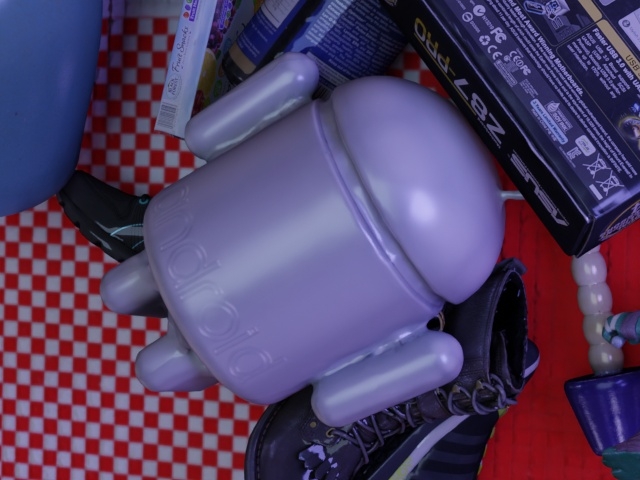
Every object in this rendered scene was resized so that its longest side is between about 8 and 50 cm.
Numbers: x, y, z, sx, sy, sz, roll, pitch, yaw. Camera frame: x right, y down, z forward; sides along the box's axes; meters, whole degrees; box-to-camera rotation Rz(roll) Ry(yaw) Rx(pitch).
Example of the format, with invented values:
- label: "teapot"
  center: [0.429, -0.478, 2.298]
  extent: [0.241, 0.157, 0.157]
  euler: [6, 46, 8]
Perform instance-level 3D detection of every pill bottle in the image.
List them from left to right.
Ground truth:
- label: "pill bottle"
  center: [0.023, -0.201, 1.359]
  extent: [0.123, 0.123, 0.219]
  euler: [43, 105, 14]

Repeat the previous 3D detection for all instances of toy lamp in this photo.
- label: "toy lamp"
  center: [0.227, 0.042, 1.320]
  extent: [0.080, 0.080, 0.275]
  euler: [-13, 85, 20]

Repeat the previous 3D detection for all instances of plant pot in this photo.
- label: "plant pot"
  center: [-0.321, -0.202, 1.359]
  extent: [0.293, 0.293, 0.235]
  euler: [35, 126, 15]

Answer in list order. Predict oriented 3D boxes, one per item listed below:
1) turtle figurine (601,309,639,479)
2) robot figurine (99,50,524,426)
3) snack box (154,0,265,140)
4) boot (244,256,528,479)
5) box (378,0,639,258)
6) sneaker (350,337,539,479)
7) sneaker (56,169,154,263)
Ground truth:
- label: "turtle figurine"
  center: [0.304, 0.097, 1.214]
  extent: [0.175, 0.118, 0.234]
  euler: [25, 58, 4]
- label: "robot figurine"
  center: [0.000, 0.000, 1.269]
  extent: [0.353, 0.200, 0.300]
  euler: [-30, 80, 13]
- label: "snack box"
  center: [-0.097, -0.160, 1.416]
  extent: [0.037, 0.100, 0.141]
  euler: [17, 98, 21]
- label: "boot"
  center: [0.062, 0.138, 1.300]
  extent: [0.229, 0.091, 0.263]
  euler: [-14, 48, 37]
- label: "box"
  center: [0.209, -0.231, 1.210]
  extent: [0.318, 0.097, 0.395]
  euler: [-33, 74, -11]
- label: "sneaker"
  center: [0.112, 0.177, 1.380]
  extent: [0.234, 0.084, 0.097]
  euler: [-42, 113, 11]
- label: "sneaker"
  center: [-0.122, 0.004, 1.448]
  extent: [0.267, 0.101, 0.106]
  euler: [35, 89, 10]
